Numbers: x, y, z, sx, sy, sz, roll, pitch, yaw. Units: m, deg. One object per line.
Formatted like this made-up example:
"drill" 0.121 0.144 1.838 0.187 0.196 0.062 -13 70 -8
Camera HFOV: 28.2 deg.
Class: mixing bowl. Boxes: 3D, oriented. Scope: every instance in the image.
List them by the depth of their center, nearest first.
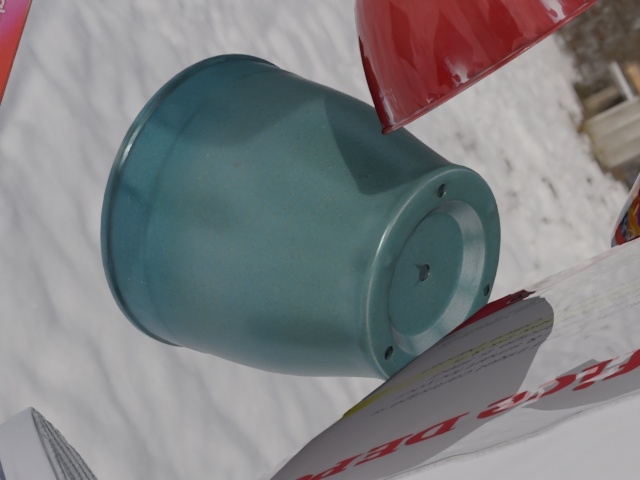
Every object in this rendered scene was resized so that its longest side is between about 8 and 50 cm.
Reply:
"mixing bowl" 0.090 -0.158 0.820 0.098 0.181 0.181 57 11 -6

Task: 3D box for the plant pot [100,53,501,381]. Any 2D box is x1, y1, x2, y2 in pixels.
"plant pot" 0.000 0.000 1.077 0.255 0.272 0.271 20 -21 37

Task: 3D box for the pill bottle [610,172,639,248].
"pill bottle" 0.268 -0.050 0.810 0.108 0.108 0.193 -107 -155 -42

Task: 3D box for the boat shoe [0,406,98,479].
"boat shoe" -0.137 0.221 0.696 0.302 0.094 0.109 56 -4 40

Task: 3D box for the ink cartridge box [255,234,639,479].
"ink cartridge box" 0.146 0.094 0.519 0.384 0.279 0.160 -25 88 -59

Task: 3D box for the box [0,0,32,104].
"box" -0.226 -0.060 0.499 0.142 0.300 0.154 4 27 -42
